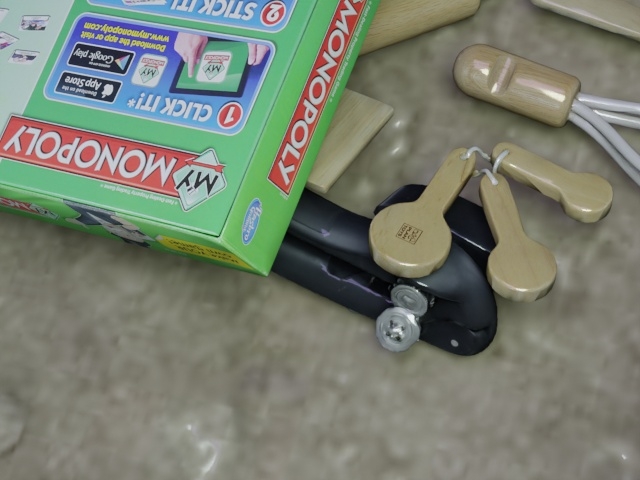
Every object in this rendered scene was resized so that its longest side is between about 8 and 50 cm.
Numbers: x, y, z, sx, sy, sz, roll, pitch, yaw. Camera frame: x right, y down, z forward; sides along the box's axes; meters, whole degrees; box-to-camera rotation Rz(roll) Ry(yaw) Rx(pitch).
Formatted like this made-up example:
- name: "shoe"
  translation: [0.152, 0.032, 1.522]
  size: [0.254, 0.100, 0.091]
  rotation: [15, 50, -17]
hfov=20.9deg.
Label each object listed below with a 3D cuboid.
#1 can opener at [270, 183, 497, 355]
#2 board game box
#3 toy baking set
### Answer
- name: "can opener"
  translation: [0.000, 0.000, 0.792]
  size: [0.186, 0.059, 0.073]
  rotation: [20, 36, 13]
- name: "board game box"
  translation: [-0.122, -0.117, 0.820]
  size: [0.317, 0.046, 0.213]
  rotation: [14, 75, 33]
- name: "toy baking set"
  translation: [0.090, -0.061, 0.804]
  size: [0.256, 0.030, 0.197]
  rotation: [-25, 58, -21]
